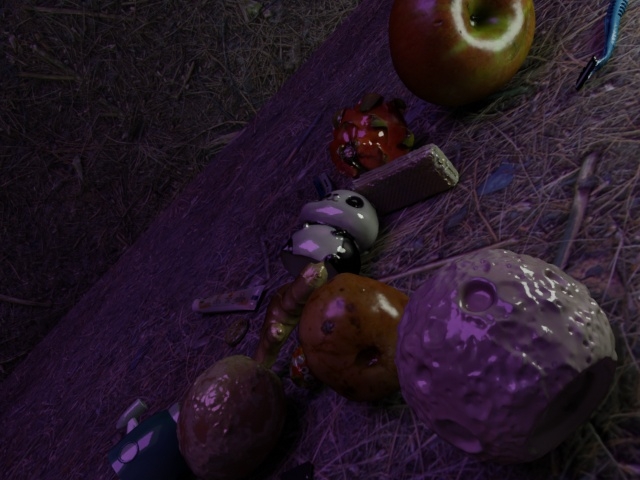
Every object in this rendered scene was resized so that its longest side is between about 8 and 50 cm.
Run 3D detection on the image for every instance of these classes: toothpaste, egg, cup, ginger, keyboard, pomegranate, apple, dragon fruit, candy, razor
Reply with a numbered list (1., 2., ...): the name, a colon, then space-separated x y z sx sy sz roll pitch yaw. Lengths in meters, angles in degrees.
1. toothpaste: -0.273 0.177 1.597 0.314 0.058 0.056 -13 -1 44
2. egg: -0.167 0.339 1.049 0.203 0.203 0.245 16 84 61
3. cup: -0.339 0.452 1.207 0.173 0.167 0.300 -44 51 -14
4. ginger: -0.084 0.180 1.175 0.333 0.081 0.148 -62 23 4
5. keyboard: -0.046 0.463 0.903 0.074 0.015 0.196 -38 27 28
6. pomegranate: 0.070 0.157 0.940 0.215 0.215 0.215 -36 29 23
7. apple: 0.318 -0.490 1.301 0.339 0.339 0.339 -36 29 23
8. dragon fruit: 0.126 -0.248 1.392 0.224 0.224 0.227 -35 28 24
9. candy: -0.017 0.201 1.174 0.084 0.078 0.287 -41 19 21
10. razor: 0.580 -0.411 1.123 0.253 0.042 0.082 -60 -12 -26

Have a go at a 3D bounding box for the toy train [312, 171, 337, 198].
1. toy train: 0.026 -0.122 1.550 0.051 0.052 0.234 -38 27 10

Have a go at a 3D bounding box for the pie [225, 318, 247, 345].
1. pie: -0.224 0.243 1.466 0.085 0.017 0.085 -34 30 23

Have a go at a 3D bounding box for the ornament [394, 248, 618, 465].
1. ornament: 0.216 0.134 0.682 0.259 0.259 0.225 -48 48 0

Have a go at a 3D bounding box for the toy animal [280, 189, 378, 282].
1. toy animal: 0.031 -0.010 1.256 0.187 0.165 0.235 13 61 29

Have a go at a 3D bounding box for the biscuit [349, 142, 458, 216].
1. biscuit: 0.188 -0.136 1.259 0.239 0.108 0.062 -22 34 42
